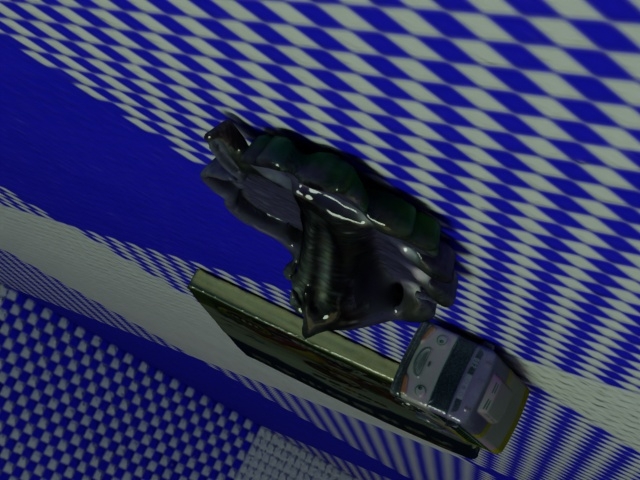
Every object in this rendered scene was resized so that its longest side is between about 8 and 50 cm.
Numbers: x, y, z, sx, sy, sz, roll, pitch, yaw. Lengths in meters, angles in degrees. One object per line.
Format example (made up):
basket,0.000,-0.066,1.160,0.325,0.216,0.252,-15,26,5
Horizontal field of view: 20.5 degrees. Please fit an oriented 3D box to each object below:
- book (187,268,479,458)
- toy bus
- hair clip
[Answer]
book,0.021,0.107,1.398,0.228,0.018,0.322,25,170,11
toy bus,0.081,0.085,1.005,0.058,0.052,0.102,22,171,23
hair clip,0.000,0.002,0.786,0.124,0.052,0.195,19,165,10
